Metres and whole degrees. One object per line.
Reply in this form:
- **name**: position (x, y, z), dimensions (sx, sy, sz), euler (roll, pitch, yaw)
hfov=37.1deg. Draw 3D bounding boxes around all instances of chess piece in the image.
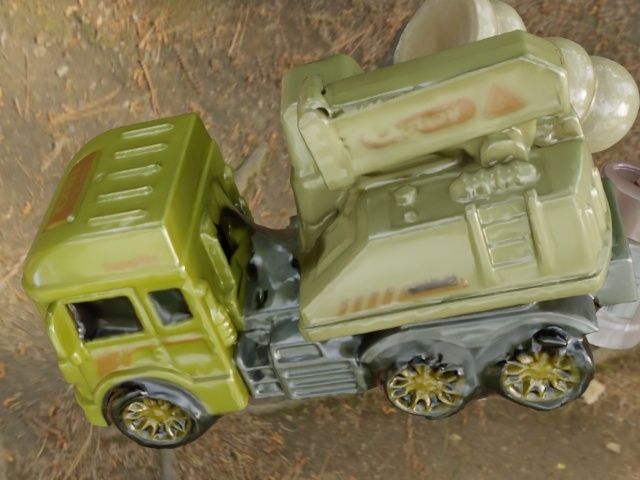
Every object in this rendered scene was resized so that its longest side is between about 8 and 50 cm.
- **chess piece**: position (0.214, -0.160, 0.988), dimensions (0.261, 0.143, 0.143), euler (11, 80, -30)

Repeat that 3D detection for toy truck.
- **toy truck**: position (0.000, 0.000, 0.663), dimensions (0.405, 0.181, 0.254), euler (-10, 127, 13)

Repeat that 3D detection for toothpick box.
- **toothpick box**: position (0.280, 0.014, 0.884), dimensions (0.098, 0.098, 0.149), euler (9, 120, -12)
